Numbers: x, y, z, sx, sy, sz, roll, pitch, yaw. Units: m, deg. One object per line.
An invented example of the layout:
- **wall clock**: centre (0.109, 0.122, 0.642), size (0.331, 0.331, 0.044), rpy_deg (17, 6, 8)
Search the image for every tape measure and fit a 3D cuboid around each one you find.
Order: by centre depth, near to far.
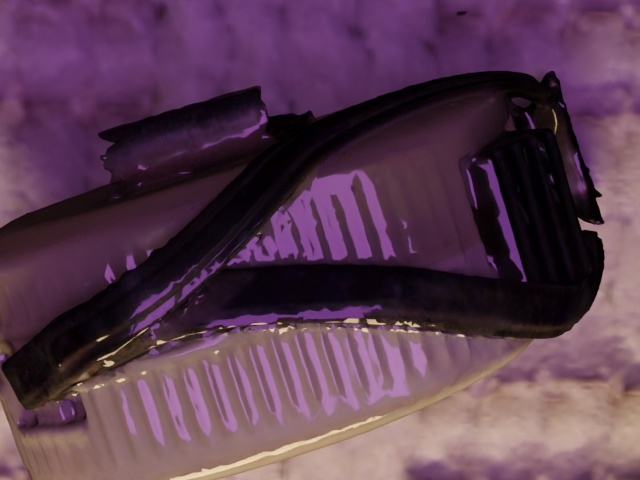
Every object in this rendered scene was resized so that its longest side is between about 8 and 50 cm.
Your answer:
- **tape measure**: centre (0.000, 0.000, 0.658), size (0.271, 0.231, 0.133), rpy_deg (-15, 96, -1)
